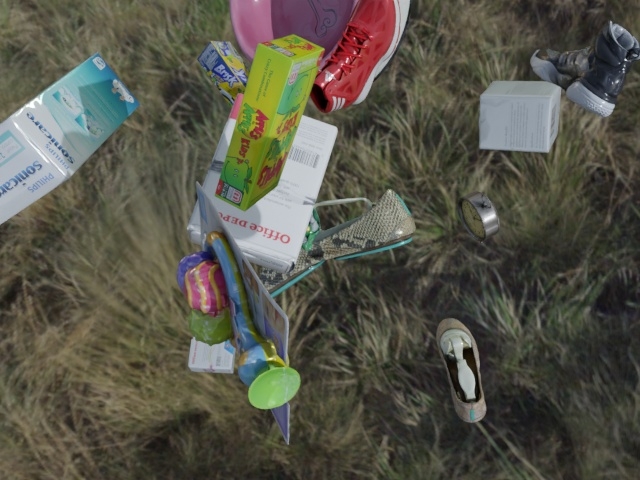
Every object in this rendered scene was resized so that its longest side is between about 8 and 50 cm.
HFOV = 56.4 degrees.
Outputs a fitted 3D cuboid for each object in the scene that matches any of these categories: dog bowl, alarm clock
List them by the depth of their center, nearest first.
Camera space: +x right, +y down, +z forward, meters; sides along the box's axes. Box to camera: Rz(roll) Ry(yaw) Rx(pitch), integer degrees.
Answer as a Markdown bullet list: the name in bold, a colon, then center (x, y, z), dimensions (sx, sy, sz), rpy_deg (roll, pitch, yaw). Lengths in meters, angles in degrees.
- **dog bowl**: center (-0.021, -0.505, 1.255), dimensions (0.407, 0.150, 0.408), rpy_deg (8, 104, 35)
- **alarm clock**: center (0.424, -0.073, 1.574), dimensions (0.064, 0.192, 0.129), rpy_deg (-27, 71, -5)

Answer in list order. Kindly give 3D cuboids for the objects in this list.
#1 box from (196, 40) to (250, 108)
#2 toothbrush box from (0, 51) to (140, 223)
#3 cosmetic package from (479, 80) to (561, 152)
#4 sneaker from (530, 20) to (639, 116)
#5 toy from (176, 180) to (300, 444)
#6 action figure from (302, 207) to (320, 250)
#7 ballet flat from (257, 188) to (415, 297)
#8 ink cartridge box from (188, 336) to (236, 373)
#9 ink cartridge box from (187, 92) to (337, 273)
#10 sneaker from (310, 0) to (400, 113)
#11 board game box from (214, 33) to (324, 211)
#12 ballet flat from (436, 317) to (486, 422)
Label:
- **box**: center (-0.163, -0.306, 1.161), dimensions (0.054, 0.059, 0.169), rpy_deg (-40, 80, 35)
- **toothbrush box**: center (-0.481, -0.178, 1.043), dimensions (0.216, 0.126, 0.296), rpy_deg (-24, 29, 26)
- **cosmetic package**: center (0.532, -0.334, 1.597), dimensions (0.183, 0.151, 0.151), rpy_deg (10, 33, 27)
- **sneaker**: center (0.531, -0.361, 1.186), dimensions (0.153, 0.101, 0.269), rpy_deg (-59, 27, 27)
- **toy**: center (-0.092, 0.059, 0.538), dimensions (0.056, 0.137, 0.237), rpy_deg (-15, 36, -24)
- **action figure**: center (-0.058, -0.067, 1.360), dimensions (0.137, 0.063, 0.232), rpy_deg (-31, 52, 10)
- **ballet flat**: center (0.000, 0.000, 1.522), dimensions (0.482, 0.164, 0.182), rpy_deg (-24, 93, 21)
- **ink cartridge box**: center (-0.307, 0.326, 1.697), dimensions (0.122, 0.052, 0.089), rpy_deg (4, 63, 0)
- **ink cartridge box**: center (-0.083, -0.079, 0.874), dimensions (0.158, 0.092, 0.218), rpy_deg (19, 73, -5)
- **sneaker**: center (0.049, -0.292, 0.956), dimensions (0.087, 0.221, 0.128), rpy_deg (34, 47, 17)
- **board game box**: center (-0.058, -0.131, 0.671), dimensions (0.043, 0.092, 0.181), rpy_deg (27, 121, 8)
- **ballet flat**: center (0.380, 0.324, 1.606), dimensions (0.107, 0.106, 0.316), rpy_deg (-16, 50, 6)
